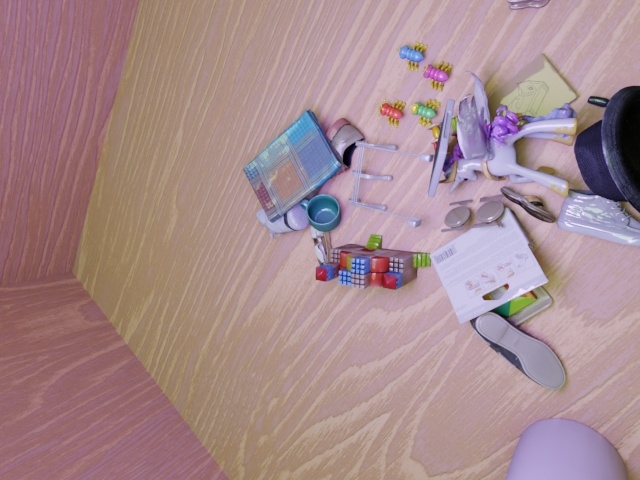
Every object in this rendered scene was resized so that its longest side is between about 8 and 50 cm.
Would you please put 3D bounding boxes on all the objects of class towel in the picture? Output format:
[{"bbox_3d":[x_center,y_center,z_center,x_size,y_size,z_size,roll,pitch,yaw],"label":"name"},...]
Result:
[{"bbox_3d":[-0.116,-0.276,1.569,0.370,0.040,0.272,-36,73,23],"label":"towel"}]

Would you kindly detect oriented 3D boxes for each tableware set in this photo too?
[{"bbox_3d":[0.486,-0.073,1.312,0.194,0.128,0.039,-8,137,46],"label":"tableware set"}]

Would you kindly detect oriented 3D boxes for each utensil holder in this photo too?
[{"bbox_3d":[0.681,0.735,1.160,0.327,0.385,0.329,6,101,32],"label":"utensil holder"}]

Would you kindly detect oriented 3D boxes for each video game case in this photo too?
[{"bbox_3d":[0.350,-0.263,1.211,0.023,0.212,0.194,11,64,11],"label":"video game case"}]

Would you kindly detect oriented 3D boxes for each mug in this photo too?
[{"bbox_3d":[0.009,-0.110,1.625,0.129,0.097,0.158,-28,65,-3],"label":"mug"}]

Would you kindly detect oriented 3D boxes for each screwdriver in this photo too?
[{"bbox_3d":[0.804,-0.353,1.108,0.169,0.024,0.025,30,84,24],"label":"screwdriver"}]

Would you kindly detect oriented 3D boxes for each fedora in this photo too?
[{"bbox_3d":[0.738,-0.194,1.006,0.152,0.333,0.335,-13,91,67],"label":"fedora"}]

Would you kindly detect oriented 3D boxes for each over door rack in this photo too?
[{"bbox_3d":[0.244,-0.203,1.437,0.324,0.108,0.240,25,117,43],"label":"over door rack"}]

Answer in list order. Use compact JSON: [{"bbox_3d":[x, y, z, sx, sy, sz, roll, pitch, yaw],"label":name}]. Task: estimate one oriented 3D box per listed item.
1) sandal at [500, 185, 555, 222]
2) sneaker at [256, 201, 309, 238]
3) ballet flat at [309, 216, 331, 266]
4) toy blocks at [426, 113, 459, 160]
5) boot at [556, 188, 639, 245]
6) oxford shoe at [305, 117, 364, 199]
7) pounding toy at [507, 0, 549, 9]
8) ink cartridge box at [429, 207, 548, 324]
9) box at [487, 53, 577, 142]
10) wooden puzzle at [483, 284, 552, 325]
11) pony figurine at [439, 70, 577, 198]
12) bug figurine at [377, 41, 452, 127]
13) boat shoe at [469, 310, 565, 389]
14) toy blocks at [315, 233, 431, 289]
[{"bbox_3d":[0.627,-0.117,1.248,0.180,0.072,0.049,42,97,25],"label":"sandal"},{"bbox_3d":[-0.183,-0.188,1.727,0.210,0.137,0.367,-26,76,40],"label":"sneaker"},{"bbox_3d":[0.000,0.000,1.678,0.080,0.073,0.233,-19,87,34],"label":"ballet flat"},{"bbox_3d":[0.423,-0.318,1.350,0.123,0.054,0.148,-17,89,35],"label":"toy blocks"},{"bbox_3d":[0.791,-0.068,1.119,0.258,0.095,0.124,16,114,32],"label":"boot"},{"bbox_3d":[0.035,-0.281,1.577,0.130,0.123,0.349,41,118,18],"label":"oxford shoe"},{"bbox_3d":[0.582,-0.772,1.101,0.154,0.154,0.270,33,115,20],"label":"pounding toy"},{"bbox_3d":[0.518,0.085,1.294,0.296,0.066,0.262,-38,54,33],"label":"ink cartridge box"},{"bbox_3d":[0.610,-0.414,1.227,0.201,0.021,0.165,-39,76,33],"label":"box"},{"bbox_3d":[0.573,0.162,1.339,0.221,0.044,0.239,-45,73,31],"label":"wooden puzzle"},{"bbox_3d":[0.504,-0.280,1.170,0.362,0.303,0.351,6,128,28],"label":"pony figurine"},{"bbox_3d":[0.309,-0.508,1.382,0.216,0.072,0.279,28,112,27],"label":"bug figurine"},{"bbox_3d":[0.614,0.331,1.306,0.335,0.095,0.112,39,89,1],"label":"boat shoe"},{"bbox_3d":[0.162,0.093,1.472,0.380,0.260,0.191,7,102,32],"label":"toy blocks"}]
